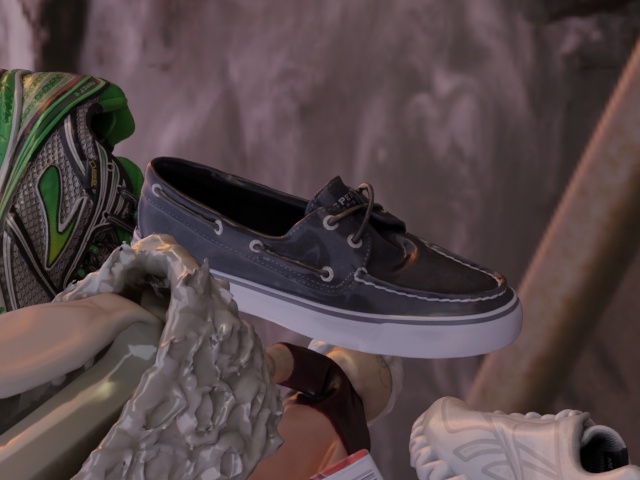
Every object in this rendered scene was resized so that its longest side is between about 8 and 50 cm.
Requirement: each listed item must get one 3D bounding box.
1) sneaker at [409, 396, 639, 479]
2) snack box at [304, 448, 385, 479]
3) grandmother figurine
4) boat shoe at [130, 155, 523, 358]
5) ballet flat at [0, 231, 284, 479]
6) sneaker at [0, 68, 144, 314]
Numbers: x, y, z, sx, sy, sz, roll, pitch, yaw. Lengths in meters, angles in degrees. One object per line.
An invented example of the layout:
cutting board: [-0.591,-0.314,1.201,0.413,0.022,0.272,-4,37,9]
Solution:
sneaker: [0.149,0.163,0.942,0.118,0.110,0.292,-57,21,4]
snack box: [0.025,0.147,0.463,0.141,0.037,0.100,60,161,12]
grandmother figurine: [-0.002,0.167,1.068,0.342,0.104,0.208,-58,-38,-62]
boat shoe: [0.000,0.000,0.746,0.228,0.080,0.076,15,118,25]
ballet flat: [-0.183,0.126,0.550,0.147,0.409,0.147,31,142,28]
sneaker: [-0.192,0.001,1.027,0.134,0.146,0.344,90,173,-57]
